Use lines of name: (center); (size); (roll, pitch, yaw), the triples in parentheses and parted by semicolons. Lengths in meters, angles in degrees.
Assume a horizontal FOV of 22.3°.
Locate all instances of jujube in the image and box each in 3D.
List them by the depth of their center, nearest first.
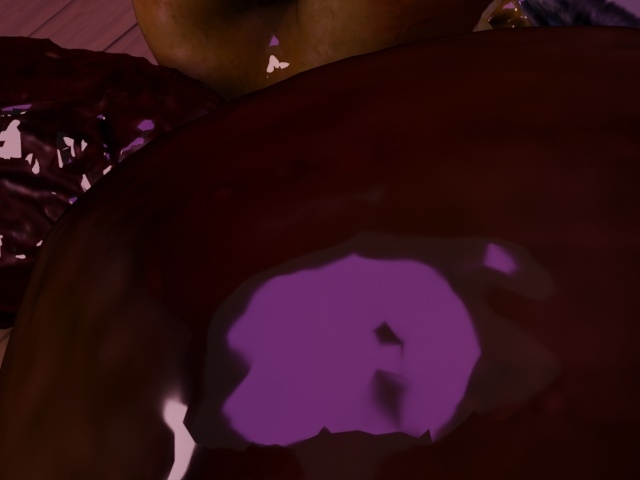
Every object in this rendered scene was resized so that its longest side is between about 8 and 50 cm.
jujube: (-0.180, -0.039, 1.119); (0.342, 0.216, 0.216); (4, 45, 49)

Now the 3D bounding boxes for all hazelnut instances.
hazelnut: (0.089, 0.136, 0.505); (0.421, 0.353, 0.421); (-2, 80, 14)

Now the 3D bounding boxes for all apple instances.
apple: (0.003, -0.205, 1.161); (0.286, 0.286, 0.233); (-9, 30, 29)

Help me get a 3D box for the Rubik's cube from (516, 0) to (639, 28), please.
Rubik's cube: (0.290, -0.076, 0.737); (0.255, 0.259, 0.260); (-41, 37, -1)

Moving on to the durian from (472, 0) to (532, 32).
durian: (0.203, -0.135, 1.019); (0.306, 0.172, 0.166); (-38, 8, 1)
